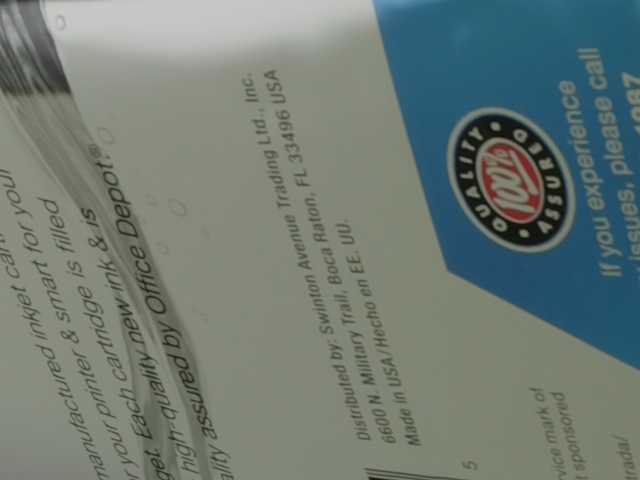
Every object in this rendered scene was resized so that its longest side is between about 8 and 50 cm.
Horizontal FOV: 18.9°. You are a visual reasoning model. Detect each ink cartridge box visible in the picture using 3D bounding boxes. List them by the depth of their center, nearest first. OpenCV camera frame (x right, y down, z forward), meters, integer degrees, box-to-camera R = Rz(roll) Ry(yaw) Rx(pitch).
[{"bbox_3d":[0.000,0.000,0.696,0.395,0.166,0.285,3,124,35],"label":"ink cartridge box"}]
